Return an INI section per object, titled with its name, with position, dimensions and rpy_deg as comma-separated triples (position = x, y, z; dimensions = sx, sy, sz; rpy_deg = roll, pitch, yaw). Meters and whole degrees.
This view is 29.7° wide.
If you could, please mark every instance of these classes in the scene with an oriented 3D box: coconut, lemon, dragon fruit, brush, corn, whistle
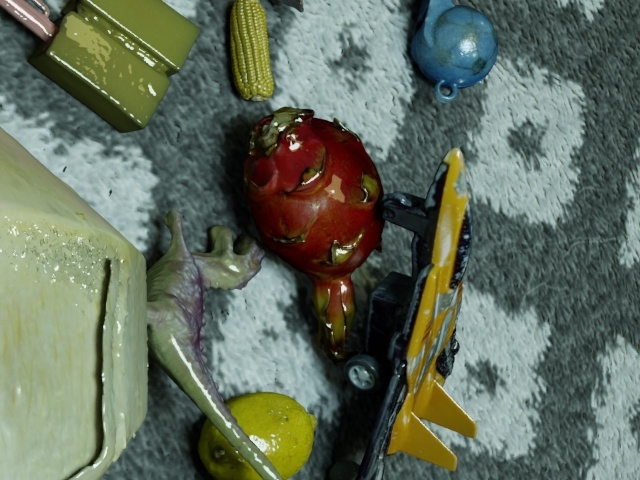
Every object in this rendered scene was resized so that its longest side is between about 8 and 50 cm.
[coconut]
position = -0.266, 0.076, 0.732
dimensions = 0.352, 0.352, 0.353
rpy_deg = 3, 85, -36
[lemon]
position = -0.051, 0.168, 1.022
dimensions = 0.110, 0.082, 0.082
rpy_deg = -11, 93, -36
[dragon fruit]
position = 0.000, 0.000, 1.058
dimensions = 0.125, 0.125, 0.246
rpy_deg = -15, 107, -19
[brush]
position = -0.214, -0.192, 0.951
dimensions = 0.233, 0.047, 0.103
rpy_deg = 36, 67, -27
[corn]
position = -0.062, -0.169, 1.066
dimensions = 0.037, 0.037, 0.092
rpy_deg = -2, 89, -36
[whistle]
position = 0.137, -0.207, 1.185
dimensions = 0.090, 0.090, 0.158
rpy_deg = 25, 71, -32

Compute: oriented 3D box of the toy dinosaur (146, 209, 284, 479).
[toy dinosaur]
position = -0.104, 0.077, 0.956
dimensions = 0.199, 0.072, 0.251
rpy_deg = 20, 37, -33

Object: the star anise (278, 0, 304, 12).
[star anise]
position = -0.039, -0.305, 1.081
dimensions = 0.171, 0.063, 0.208
rpy_deg = -5, 86, -41

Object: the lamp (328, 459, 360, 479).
[lamp]
position = 0.064, 0.267, 1.105
dimensions = 0.091, 0.091, 0.163
rpy_deg = -39, 93, -32

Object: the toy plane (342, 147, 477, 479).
[toy plane]
position = 0.081, 0.056, 1.040
dimensions = 0.204, 0.103, 0.316
rpy_deg = -45, 140, -48
